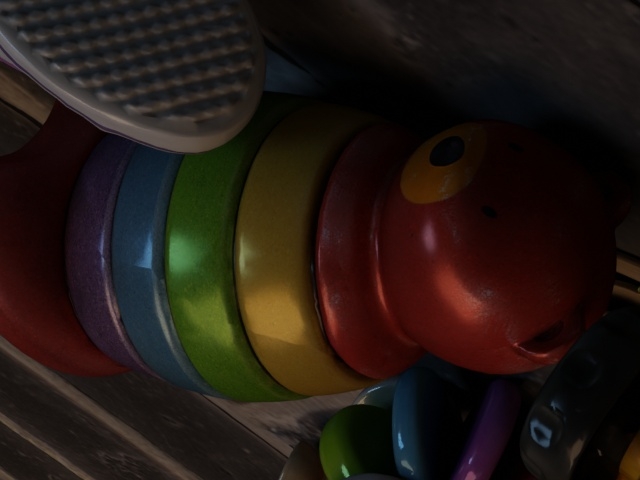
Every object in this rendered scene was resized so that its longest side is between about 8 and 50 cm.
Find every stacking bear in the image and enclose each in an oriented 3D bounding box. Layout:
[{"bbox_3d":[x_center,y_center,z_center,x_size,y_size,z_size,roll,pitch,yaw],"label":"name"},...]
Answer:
[{"bbox_3d":[0.000,0.000,0.788,0.289,0.175,0.164,3,134,33],"label":"stacking bear"}]

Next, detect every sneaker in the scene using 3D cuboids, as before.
[{"bbox_3d":[-0.142,-0.122,0.798,0.282,0.102,0.161,38,161,11],"label":"sneaker"}]

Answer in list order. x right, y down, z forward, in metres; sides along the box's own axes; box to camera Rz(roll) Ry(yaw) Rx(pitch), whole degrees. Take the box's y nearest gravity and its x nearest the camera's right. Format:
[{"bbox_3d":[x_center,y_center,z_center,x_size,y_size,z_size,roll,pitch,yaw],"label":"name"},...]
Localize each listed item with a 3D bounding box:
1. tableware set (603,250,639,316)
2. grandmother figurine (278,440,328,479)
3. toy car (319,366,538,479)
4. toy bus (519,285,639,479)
[{"bbox_3d":[0.107,0.036,0.866,0.194,0.039,0.128,23,155,18],"label":"tableware set"},{"bbox_3d":[0.128,0.250,1.207,0.342,0.104,0.208,24,-177,11],"label":"grandmother figurine"},{"bbox_3d":[0.091,0.146,1.006,0.182,0.159,0.136,34,122,-5],"label":"toy car"},{"bbox_3d":[0.202,0.061,0.661,0.149,0.220,0.211,35,-170,23],"label":"toy bus"}]
